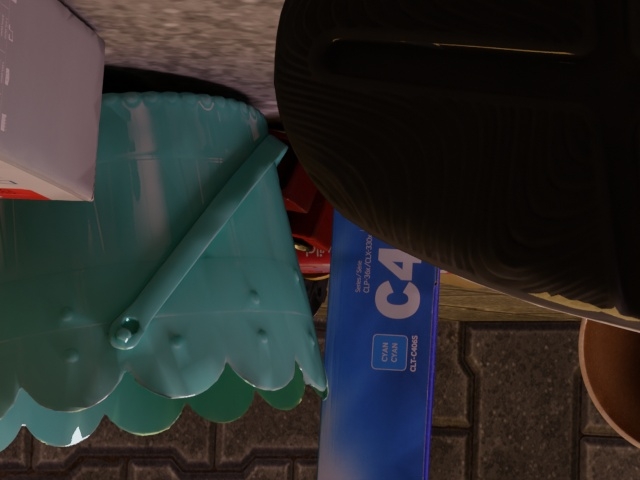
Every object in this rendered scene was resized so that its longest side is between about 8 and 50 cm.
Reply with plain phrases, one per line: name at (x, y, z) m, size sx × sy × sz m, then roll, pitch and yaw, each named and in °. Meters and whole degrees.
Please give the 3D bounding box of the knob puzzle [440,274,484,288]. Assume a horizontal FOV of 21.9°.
knob puzzle at (0.134, 0.009, 1.751) m, size 0.213 × 0.030 × 0.213 m, roll 9°, pitch 164°, yaw 3°

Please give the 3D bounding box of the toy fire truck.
toy fire truck at (-0.053, -0.040, 1.228) m, size 0.192 × 0.047 × 0.135 m, roll 11°, pitch 164°, yaw 39°

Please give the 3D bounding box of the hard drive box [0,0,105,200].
hard drive box at (-0.214, -0.078, 0.752) m, size 0.181 × 0.089 × 0.232 m, roll 2°, pitch 175°, yaw 8°

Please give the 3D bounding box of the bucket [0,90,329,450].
bucket at (-0.136, 0.027, 1.033) m, size 0.281 × 0.183 × 0.281 m, roll -8°, pitch 171°, yaw -1°

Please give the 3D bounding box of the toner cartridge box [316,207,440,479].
toner cartridge box at (0.041, 0.098, 1.136) m, size 0.075 × 0.348 × 0.165 m, roll 3°, pitch 174°, yaw 5°

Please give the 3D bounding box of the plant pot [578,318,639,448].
plant pot at (0.426, 0.099, 1.814) m, size 0.237 × 0.237 × 0.254 m, roll 0°, pitch -173°, yaw 21°

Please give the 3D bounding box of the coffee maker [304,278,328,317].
coffee maker at (-0.105, 0.020, 1.590) m, size 0.178 × 0.120 × 0.171 m, roll -2°, pitch 173°, yaw 34°

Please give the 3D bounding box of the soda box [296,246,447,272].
soda box at (0.069, -0.016, 1.325) m, size 0.263 × 0.084 × 0.092 m, roll -1°, pitch 174°, yaw 26°

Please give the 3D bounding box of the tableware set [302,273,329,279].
tableware set at (0.000, 0.000, 1.456) m, size 0.154 × 0.024 × 0.104 m, roll -29°, pitch -153°, yaw -14°

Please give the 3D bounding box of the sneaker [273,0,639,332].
sneaker at (0.207, -0.034, 0.599) m, size 0.447 × 0.169 × 0.257 m, roll 0°, pitch 173°, yaw -1°
